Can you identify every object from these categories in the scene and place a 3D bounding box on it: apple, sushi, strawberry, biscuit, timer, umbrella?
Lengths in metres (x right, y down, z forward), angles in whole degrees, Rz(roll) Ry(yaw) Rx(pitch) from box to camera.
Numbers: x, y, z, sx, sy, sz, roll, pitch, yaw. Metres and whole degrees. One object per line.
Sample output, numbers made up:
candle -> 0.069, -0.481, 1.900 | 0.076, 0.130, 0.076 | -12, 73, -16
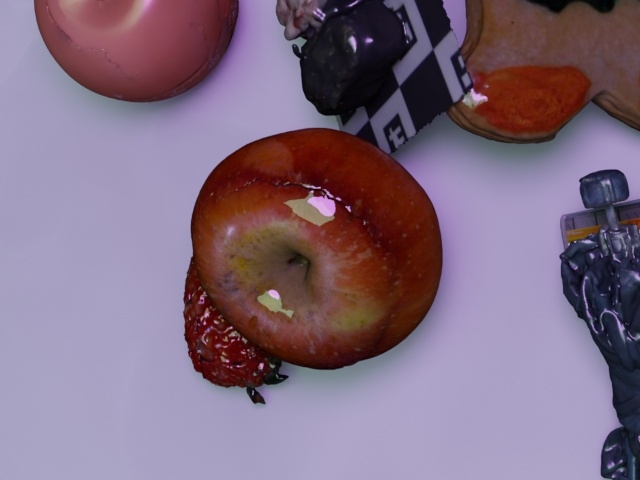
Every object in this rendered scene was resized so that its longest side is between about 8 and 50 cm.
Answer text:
apple -> 0.000, 0.000, 1.212 | 0.272, 0.206, 0.251 | 15, 120, 16
sushi -> -0.005, -0.269, 1.203 | 0.100, 0.296, 0.372 | -14, 80, -24
strawberry -> -0.105, 0.095, 1.317 | 0.141, 0.085, 0.192 | -1, 84, 19
biscuit -> 0.249, -0.298, 1.154 | 0.368, 0.076, 0.393 | -4, 84, -14
timer -> -0.213, -0.275, 1.313 | 0.230, 0.215, 0.229 | 1, 93, 17
umbrella -> 0.316, 0.100, 1.139 | 0.143, 0.094, 0.348 | -8, 101, 39

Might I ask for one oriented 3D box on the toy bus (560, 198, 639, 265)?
toy bus -> 0.345, -0.010, 1.199 | 0.172, 0.057, 0.072 | -13, 73, 16
